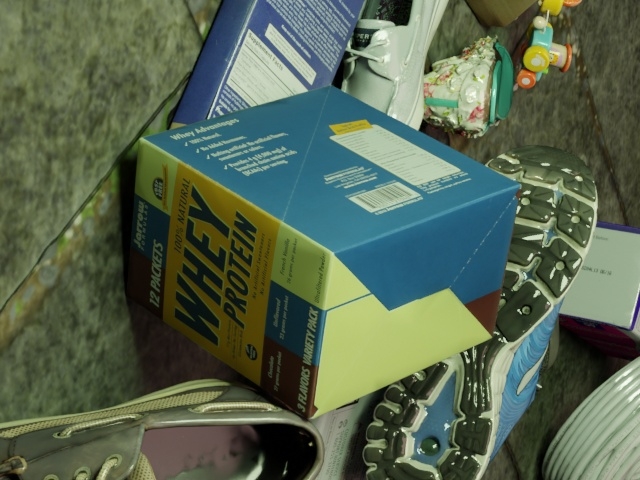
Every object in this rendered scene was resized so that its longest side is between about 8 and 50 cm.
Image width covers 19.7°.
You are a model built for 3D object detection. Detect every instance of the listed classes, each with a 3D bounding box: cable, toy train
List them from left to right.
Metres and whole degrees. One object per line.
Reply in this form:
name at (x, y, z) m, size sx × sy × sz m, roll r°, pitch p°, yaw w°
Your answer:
toy train at (0.229, -0.222, 1.795) m, size 0.125 × 0.046 × 0.166 m, roll -60°, pitch 164°, yaw -88°
cable at (0.365, 0.219, 2.028) m, size 0.257 × 0.089 × 0.257 m, roll -17°, pitch 140°, yaw -32°

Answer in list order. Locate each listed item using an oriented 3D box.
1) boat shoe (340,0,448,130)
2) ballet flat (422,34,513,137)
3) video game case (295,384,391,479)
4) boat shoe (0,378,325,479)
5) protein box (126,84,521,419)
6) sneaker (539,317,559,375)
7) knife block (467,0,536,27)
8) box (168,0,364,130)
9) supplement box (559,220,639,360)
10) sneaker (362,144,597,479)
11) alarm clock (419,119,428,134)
boat shoe at (0.049, -0.164, 1.554) m, size 0.081 × 0.079 × 0.228 m, roll 45°, pitch 55°, yaw -51°
ballet flat at (0.130, -0.142, 1.666) m, size 0.241 × 0.077 × 0.091 m, roll -31°, pitch 124°, yaw -78°
video game case at (0.048, 0.173, 1.609) m, size 0.300 × 0.036 × 0.329 m, roll -9°, pitch 117°, yaw -60°
boat shoe at (-0.150, 0.169, 1.218) m, size 0.355 × 0.130 × 0.132 m, roll -21°, pitch 95°, yaw -35°
protein box at (0.000, 0.000, 1.350) m, size 0.199 × 0.201 × 0.136 m, roll -20°, pitch 128°, yaw -41°
sneaker at (0.182, 0.061, 1.807) m, size 0.130 × 0.087 × 0.228 m, roll -46°, pitch 140°, yaw -50°
knife block at (0.124, -0.318, 1.636) m, size 0.088 × 0.242 × 0.275 m, roll -66°, pitch -170°, yaw -19°
box at (-0.036, -0.147, 1.458) m, size 0.136 × 0.036 × 0.225 m, roll 44°, pitch 64°, yaw -53°
supplement box at (0.343, 0.062, 2.035) m, size 0.220 × 0.111 × 0.114 m, roll 28°, pitch 76°, yaw -56°
sneaker at (0.135, 0.073, 1.553) m, size 0.330 × 0.129 × 0.147 m, roll -64°, pitch 168°, yaw -2°
alarm clock at (0.074, -0.002, 1.644) m, size 0.129 × 0.064 × 0.192 m, roll -46°, pitch 134°, yaw -39°
